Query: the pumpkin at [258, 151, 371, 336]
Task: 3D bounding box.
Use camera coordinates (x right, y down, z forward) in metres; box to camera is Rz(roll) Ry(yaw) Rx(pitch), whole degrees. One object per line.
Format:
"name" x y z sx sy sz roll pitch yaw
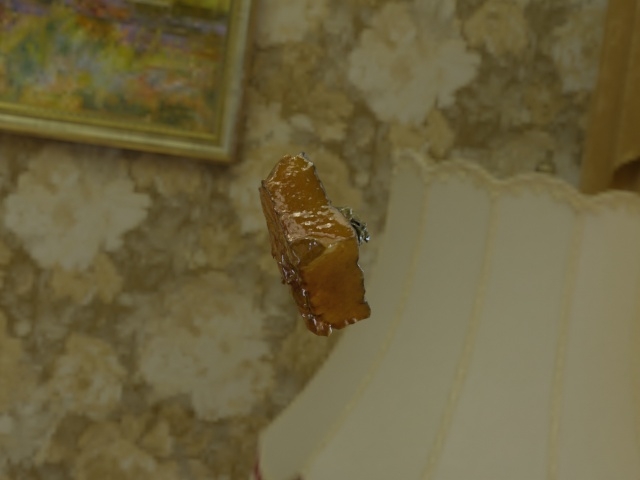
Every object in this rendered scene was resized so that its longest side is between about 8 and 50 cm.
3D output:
"pumpkin" 0.000 0.000 0.709 0.054 0.074 0.083 -22 -38 -6
